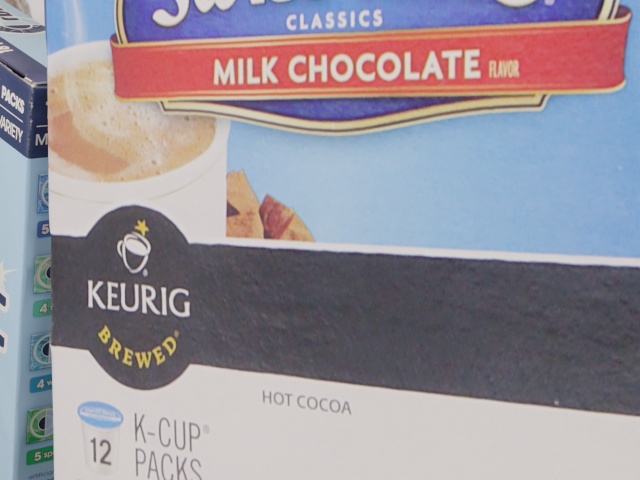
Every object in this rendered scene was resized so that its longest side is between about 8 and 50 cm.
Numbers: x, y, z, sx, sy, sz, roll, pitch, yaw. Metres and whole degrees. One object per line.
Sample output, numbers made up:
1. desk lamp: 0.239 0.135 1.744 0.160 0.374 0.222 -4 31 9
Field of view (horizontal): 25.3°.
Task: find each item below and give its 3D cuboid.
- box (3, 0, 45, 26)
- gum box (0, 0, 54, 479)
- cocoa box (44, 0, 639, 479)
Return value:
1. box: -0.187 -0.168 0.755 0.290 0.087 0.169 15 26 16
2. gum box: -0.138 -0.001 0.582 0.041 0.184 0.157 -10 28 -34
3. cocoa box: 0.098 -0.027 0.529 0.231 0.228 0.347 4 7 36
